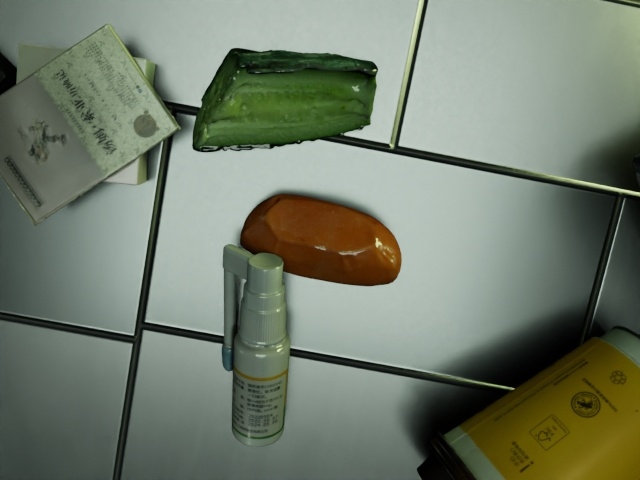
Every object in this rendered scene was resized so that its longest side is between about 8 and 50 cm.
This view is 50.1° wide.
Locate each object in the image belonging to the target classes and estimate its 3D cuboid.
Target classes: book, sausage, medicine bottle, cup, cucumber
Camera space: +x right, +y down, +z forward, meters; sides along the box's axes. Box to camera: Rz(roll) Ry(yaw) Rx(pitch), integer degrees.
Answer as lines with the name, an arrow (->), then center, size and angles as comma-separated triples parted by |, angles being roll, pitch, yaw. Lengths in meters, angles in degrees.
book -> -0.250, -0.116, 0.690 | 0.181, 0.014, 0.127 | -32, 98, 4
sausage -> 0.000, 0.000, 0.730 | 0.179, 0.089, 0.089 | 13, 99, 4
medicine bottle -> -0.074, 0.113, 0.741 | 0.092, 0.061, 0.221 | 24, 122, 33
cup -> 0.254, 0.228, 0.729 | 0.279, 0.196, 0.196 | -38, 98, -3
cucumber -> -0.040, -0.156, 0.707 | 0.192, 0.086, 0.115 | -1, 144, -2

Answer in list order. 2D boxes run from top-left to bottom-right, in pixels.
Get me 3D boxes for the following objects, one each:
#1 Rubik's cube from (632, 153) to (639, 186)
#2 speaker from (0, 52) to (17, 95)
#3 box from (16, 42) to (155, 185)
Rubik's cube -> 0.541, 0.028, 0.578 | 0.337, 0.344, 0.345 | -28, 114, 6
speaker -> -0.423, -0.126, 0.723 | 0.218, 0.044, 0.082 | -43, 97, 6
box -> -0.247, -0.131, 0.721 | 0.129, 0.051, 0.130 | 7, 100, -2
